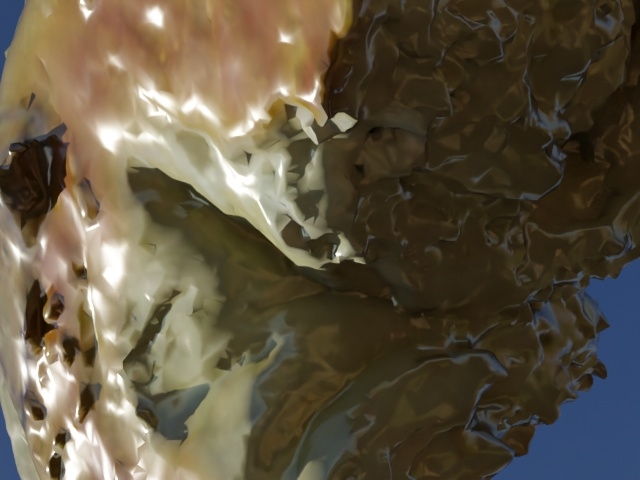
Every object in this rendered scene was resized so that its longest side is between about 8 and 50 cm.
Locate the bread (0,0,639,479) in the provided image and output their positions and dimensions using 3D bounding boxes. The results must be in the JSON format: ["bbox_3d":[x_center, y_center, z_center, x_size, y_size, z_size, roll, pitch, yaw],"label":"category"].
[{"bbox_3d":[-0.003,0.002,0.503,0.171,0.192,0.314,-10,-70,-43],"label":"bread"}]
